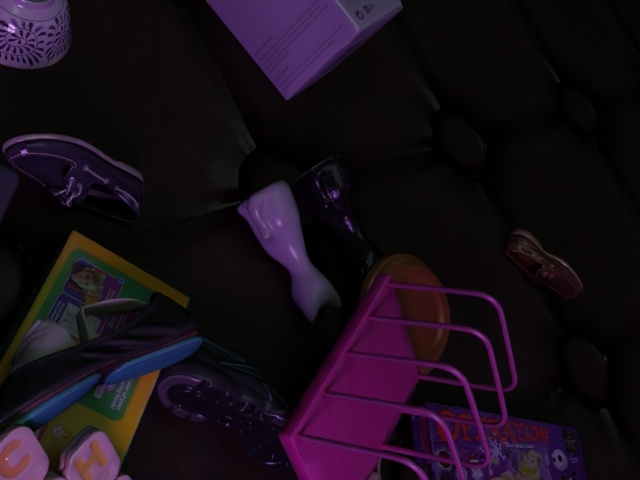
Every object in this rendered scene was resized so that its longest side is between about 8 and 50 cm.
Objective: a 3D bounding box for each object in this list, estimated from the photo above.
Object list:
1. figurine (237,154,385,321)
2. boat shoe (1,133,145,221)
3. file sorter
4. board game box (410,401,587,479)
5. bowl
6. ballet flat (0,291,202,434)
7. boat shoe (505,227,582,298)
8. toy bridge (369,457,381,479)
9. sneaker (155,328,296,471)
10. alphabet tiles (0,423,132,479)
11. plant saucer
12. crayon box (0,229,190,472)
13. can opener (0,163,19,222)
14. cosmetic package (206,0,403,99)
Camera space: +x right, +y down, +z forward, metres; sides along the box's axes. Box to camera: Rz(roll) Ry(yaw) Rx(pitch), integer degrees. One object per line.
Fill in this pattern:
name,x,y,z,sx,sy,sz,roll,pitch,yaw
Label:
figurine,0.000,0.000,1.223,0.215,0.092,0.209,-29,89,-44
boat shoe,-0.296,-0.074,1.004,0.206,0.075,0.065,22,52,-54
file sorter,0.119,0.216,1.026,0.291,0.182,0.202,-54,136,-40
board game box,0.293,0.378,1.266,0.347,0.056,0.208,15,53,-32
bowl,-0.401,-0.321,1.083,0.170,0.080,0.170,18,56,-30
ballet flat,-0.245,0.121,0.840,0.096,0.095,0.280,52,34,11
boat shoe,0.419,0.055,1.545,0.178,0.064,0.060,40,52,-5
toy bridge,0.066,0.260,1.163,0.063,0.026,0.188,10,60,-36
sneaker,-0.085,0.198,1.027,0.267,0.101,0.106,40,27,-29
alphabet tiles,-0.273,0.312,0.737,0.284,0.021,0.278,-49,139,-39
plant saucer,0.138,0.118,1.255,0.200,0.037,0.200,8,78,-42
crayon box,-0.275,0.145,0.915,0.165,0.081,0.278,34,49,-20
can opener,-0.412,0.026,0.878,0.093,0.074,0.280,31,50,-20
cosmetic package,-0.080,-0.454,1.326,0.385,0.217,0.156,53,46,-5
